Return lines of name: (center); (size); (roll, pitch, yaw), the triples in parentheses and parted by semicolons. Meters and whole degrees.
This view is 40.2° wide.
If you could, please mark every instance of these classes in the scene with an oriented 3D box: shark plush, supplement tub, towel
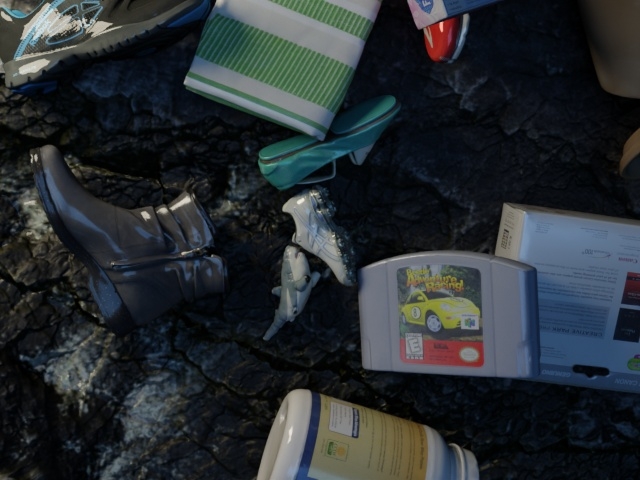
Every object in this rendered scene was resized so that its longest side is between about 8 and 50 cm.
shark plush: (-0.055, 0.092, 1.453); (0.067, 0.073, 0.161); (27, 116, 12)
supplement tub: (0.069, 0.384, 1.393); (0.316, 0.228, 0.228); (18, 95, -6)
towel: (-0.047, -0.342, 1.359); (0.248, 0.038, 0.325); (21, 81, -5)

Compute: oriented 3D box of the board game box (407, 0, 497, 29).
board game box: (0.209, -0.502, 1.291); (0.318, 0.066, 0.318); (-26, 100, -39)

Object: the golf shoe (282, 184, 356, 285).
golf shoe: (0.000, 0.000, 1.435); (0.086, 0.069, 0.176); (-22, 95, 19)

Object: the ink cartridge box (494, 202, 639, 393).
ink cartridge box: (0.441, 0.095, 1.435); (0.309, 0.130, 0.272); (8, 98, -5)

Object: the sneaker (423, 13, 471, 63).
sneaker: (0.152, -0.406, 1.357); (0.118, 0.107, 0.279); (-9, 87, -24)

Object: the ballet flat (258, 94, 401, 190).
ballet flat: (0.022, -0.150, 1.410); (0.247, 0.083, 0.087); (-24, 122, -1)

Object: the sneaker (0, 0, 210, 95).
sneaker: (-0.336, -0.332, 1.313); (0.341, 0.125, 0.140); (-17, 91, 7)

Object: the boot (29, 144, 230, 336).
boot: (-0.294, -0.033, 1.386); (0.222, 0.118, 0.338); (-27, 109, -4)

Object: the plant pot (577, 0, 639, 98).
plant pot: (0.523, -0.372, 1.317); (0.323, 0.323, 0.280); (-10, 113, -3)

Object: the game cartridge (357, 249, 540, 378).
game cartridge: (0.196, 0.114, 1.387); (0.294, 0.060, 0.196); (-2, 91, 27)

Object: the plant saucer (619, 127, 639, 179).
plant saucer: (0.588, -0.180, 1.357); (0.278, 0.278, 0.041); (-22, 72, -1)
